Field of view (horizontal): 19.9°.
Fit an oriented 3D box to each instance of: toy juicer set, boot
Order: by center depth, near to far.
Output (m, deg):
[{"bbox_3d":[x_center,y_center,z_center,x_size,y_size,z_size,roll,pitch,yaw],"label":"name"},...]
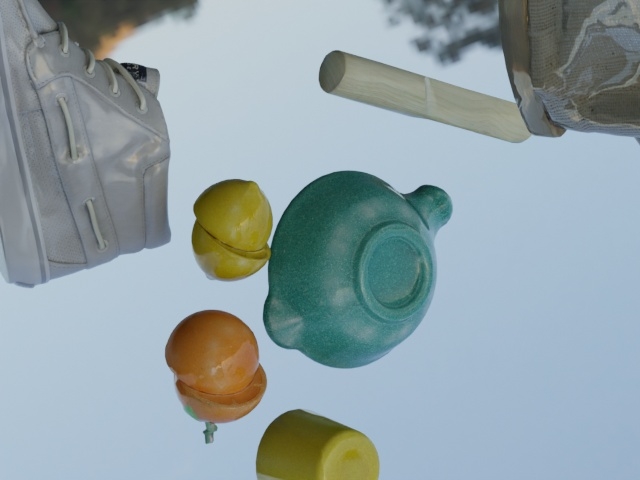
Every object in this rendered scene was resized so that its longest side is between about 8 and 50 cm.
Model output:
[{"bbox_3d":[-0.165,-0.102,1.150,0.123,0.258,0.095,-15,-154,-16],"label":"boot"},{"bbox_3d":[0.000,0.000,1.210,0.089,0.209,0.329,3,-118,53],"label":"toy juicer set"}]

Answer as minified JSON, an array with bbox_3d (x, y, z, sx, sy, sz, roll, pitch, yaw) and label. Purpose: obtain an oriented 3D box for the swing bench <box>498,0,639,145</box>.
[{"bbox_3d":[0.244,-0.085,0.861,0.253,0.254,0.165,12,-102,52],"label":"swing bench"}]
